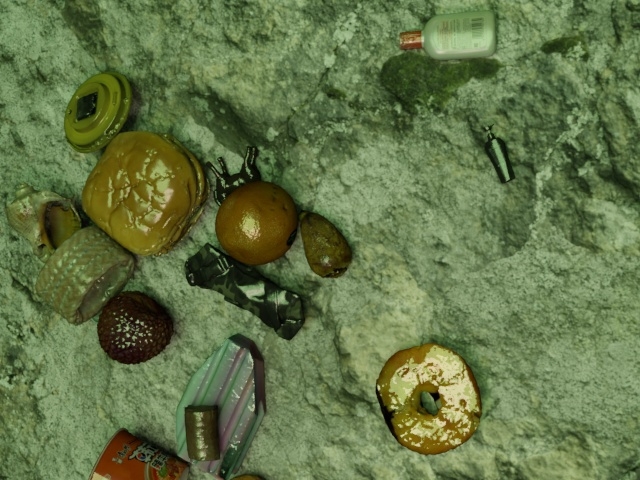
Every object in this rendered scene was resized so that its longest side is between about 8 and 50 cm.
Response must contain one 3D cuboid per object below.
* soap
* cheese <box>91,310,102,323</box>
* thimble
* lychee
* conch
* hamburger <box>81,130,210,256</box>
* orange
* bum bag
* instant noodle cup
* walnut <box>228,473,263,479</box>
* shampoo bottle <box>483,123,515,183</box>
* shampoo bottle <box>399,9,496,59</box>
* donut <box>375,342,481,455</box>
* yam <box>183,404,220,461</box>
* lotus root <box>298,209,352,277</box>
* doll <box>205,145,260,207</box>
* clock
[{"bbox_3d":[-0.235,0.399,1.885,0.193,0.109,0.323,25,97,13],"label":"soap"},{"bbox_3d":[-0.573,0.199,2.014,0.067,0.026,0.120,-28,83,13],"label":"cheese"},{"bbox_3d":[-0.587,0.088,1.927,0.148,0.196,0.229,38,74,14],"label":"thimble"},{"bbox_3d":[-0.470,0.225,1.911,0.188,0.188,0.188,0,90,14],"label":"lychee"},{"bbox_3d":[-0.698,-0.042,1.981,0.178,0.163,0.245,-15,99,31],"label":"conch"},{"bbox_3d":[-0.430,-0.123,1.913,0.319,0.158,0.318,1,94,15],"label":"hamburger"},{"bbox_3d":[-0.148,-0.043,1.822,0.206,0.206,0.205,0,90,14],"label":"orange"},{"bbox_3d":[-0.183,0.117,1.877,0.341,0.095,0.144,28,125,14],"label":"bum bag"},{"bbox_3d":[-0.448,0.609,1.884,0.192,0.250,0.250,20,95,4],"label":"instant noodle cup"},{"bbox_3d":[-0.192,0.648,1.862,0.180,0.144,0.144,-45,80,19],"label":"walnut"},{"bbox_3d":[0.407,-0.199,1.763,0.048,0.027,0.137,-23,84,22],"label":"shampoo bottle"},{"bbox_3d":[0.294,-0.472,1.781,0.221,0.051,0.107,-1,90,15],"label":"shampoo bottle"},{"bbox_3d":[0.250,0.359,1.758,0.254,0.118,0.253,1,93,14],"label":"donut"},{"bbox_3d":[-0.278,0.452,1.801,0.084,0.084,0.127,-3,86,14],"label":"yam"},{"bbox_3d":[0.000,0.000,1.838,0.108,0.094,0.190,-24,77,-22],"label":"lotus root"},{"bbox_3d":[-0.207,-0.140,1.909,0.139,0.057,0.165,-15,95,12],"label":"doll"},{"bbox_3d":[-0.581,-0.337,1.958,0.237,0.057,0.236,-12,66,28],"label":"clock"}]
